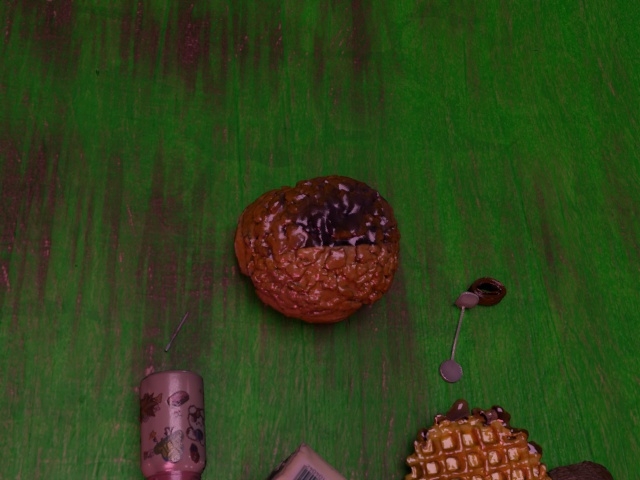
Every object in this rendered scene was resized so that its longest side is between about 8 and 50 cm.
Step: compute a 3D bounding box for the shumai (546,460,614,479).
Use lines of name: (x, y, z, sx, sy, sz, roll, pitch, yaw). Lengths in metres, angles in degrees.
shumai: (0.513, 0.511, 1.617, 0.145, 0.145, 0.116, -7, 106, -20)

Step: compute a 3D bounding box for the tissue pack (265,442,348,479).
tissue pack: (0.006, 0.576, 1.361, 0.380, 0.207, 0.297, 41, 56, 8)

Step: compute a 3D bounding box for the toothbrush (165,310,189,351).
toothbrush: (-0.283, 0.179, 1.615, 0.006, 0.008, 0.097, 27, 56, -1)

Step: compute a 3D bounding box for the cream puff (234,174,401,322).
cream puff: (0.000, 0.000, 1.670, 0.342, 0.231, 0.327, 33, 61, 3)

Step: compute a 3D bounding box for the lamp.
lamp: (0.297, 0.207, 1.749, 0.050, 0.056, 0.198, 20, 61, -8)

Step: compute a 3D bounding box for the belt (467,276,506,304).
belt: (0.371, 0.114, 1.830, 0.083, 0.036, 0.059, 4, 54, -15)

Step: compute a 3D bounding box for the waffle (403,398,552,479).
waffle: (0.303, 0.468, 1.573, 0.329, 0.062, 0.329, 2, 68, -5)

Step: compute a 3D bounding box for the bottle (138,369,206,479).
bottle: (-0.260, 0.366, 1.453, 0.120, 0.120, 0.253, 0, 62, -16)
